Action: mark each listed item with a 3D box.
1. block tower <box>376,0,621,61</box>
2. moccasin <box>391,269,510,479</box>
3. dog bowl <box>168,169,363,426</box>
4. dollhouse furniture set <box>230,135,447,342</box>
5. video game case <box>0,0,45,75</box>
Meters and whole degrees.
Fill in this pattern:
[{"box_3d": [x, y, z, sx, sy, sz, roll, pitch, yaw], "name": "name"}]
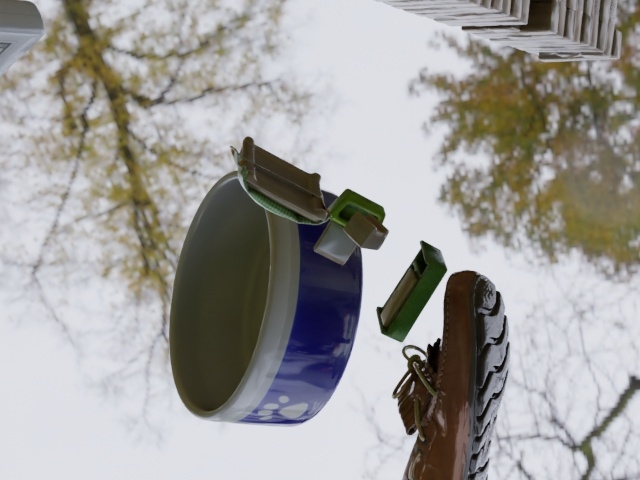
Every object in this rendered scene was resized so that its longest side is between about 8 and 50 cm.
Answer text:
[{"box_3d": [0.174, -0.244, 1.241, 0.091, 0.097, 0.335, 6, 178, 38], "name": "block tower"}, {"box_3d": [0.152, 0.205, 1.648, 0.147, 0.380, 0.139, 17, -143, 20], "name": "moccasin"}, {"box_3d": [-0.063, 0.063, 1.383, 0.104, 0.265, 0.265, 10, -150, -27], "name": "dog bowl"}, {"box_3d": [0.000, 0.000, 0.818, 0.058, 0.152, 0.076, -58, -164, 17], "name": "dollhouse furniture set"}, {"box_3d": [-0.262, -0.066, 0.622, 0.183, 0.023, 0.201, -32, 163, 38], "name": "video game case"}]
